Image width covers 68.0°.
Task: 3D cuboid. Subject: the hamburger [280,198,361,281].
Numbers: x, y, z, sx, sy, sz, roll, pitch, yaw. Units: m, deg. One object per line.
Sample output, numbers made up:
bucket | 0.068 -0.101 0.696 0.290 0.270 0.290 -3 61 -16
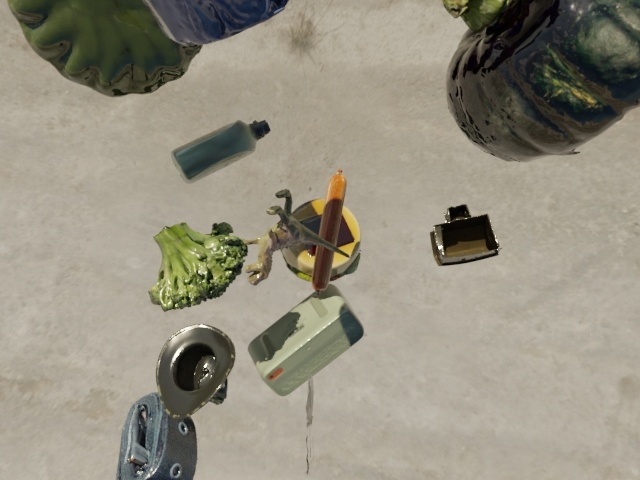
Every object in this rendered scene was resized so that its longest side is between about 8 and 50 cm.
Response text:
hamburger | 0.000 0.000 1.622 0.302 0.170 0.302 2 72 -5

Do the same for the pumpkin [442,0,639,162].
pumpkin | 0.277 -0.259 0.617 0.296 0.296 0.295 0 92 -6

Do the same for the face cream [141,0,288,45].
face cream | -0.157 -0.418 0.619 0.249 0.225 0.249 -11 54 16

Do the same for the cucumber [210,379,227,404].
cucumber | -0.374 0.459 1.573 0.193 0.086 0.115 43 58 -32

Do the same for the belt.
belt | -0.317 0.382 0.900 0.122 0.218 0.128 -35 120 2

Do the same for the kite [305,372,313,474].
kite | -0.025 0.438 1.146 0.016 0.127 0.229 0 82 8

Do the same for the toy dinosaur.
toy dinosaur | -0.060 -0.010 1.055 0.251 0.072 0.199 -26 122 -31

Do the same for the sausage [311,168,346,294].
sausage | 0.023 -0.023 1.293 0.053 0.053 0.347 10 91 -6

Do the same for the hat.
hat | -0.157 0.171 0.611 0.121 0.050 0.121 -10 54 14

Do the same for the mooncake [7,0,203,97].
mooncake | -0.398 -0.467 0.913 0.357 0.194 0.356 -14 128 -19

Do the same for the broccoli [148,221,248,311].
broccoli | -0.357 0.052 1.316 0.288 0.248 0.245 -37 110 -27

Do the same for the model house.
model house | 0.504 -0.001 1.701 0.211 0.243 0.204 -11 68 8

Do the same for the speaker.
speaker | -0.049 0.355 1.691 0.406 0.184 0.183 -38 122 -2

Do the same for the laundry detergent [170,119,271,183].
laundry detergent | -0.275 -0.264 1.342 0.281 0.215 0.105 -31 102 -14
